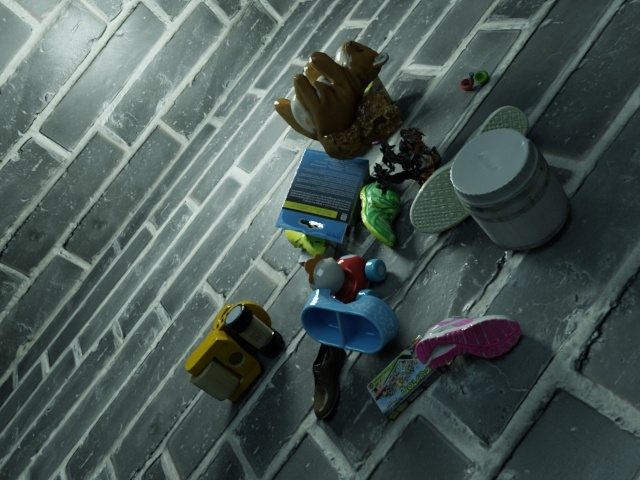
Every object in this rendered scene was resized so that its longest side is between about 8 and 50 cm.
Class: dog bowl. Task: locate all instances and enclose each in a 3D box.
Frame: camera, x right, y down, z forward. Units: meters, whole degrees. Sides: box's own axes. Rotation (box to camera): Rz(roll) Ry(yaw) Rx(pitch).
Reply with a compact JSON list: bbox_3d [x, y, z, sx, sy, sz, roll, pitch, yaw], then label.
[{"bbox_3d":[0.072,0.236,1.466,0.297,0.166,0.074,6,30,31],"label":"dog bowl"}]

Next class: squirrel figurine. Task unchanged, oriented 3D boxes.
[{"bbox_3d":[0.104,-0.501,1.806,0.370,0.397,0.281,-44,3,-19],"label":"squirrel figurine"}]

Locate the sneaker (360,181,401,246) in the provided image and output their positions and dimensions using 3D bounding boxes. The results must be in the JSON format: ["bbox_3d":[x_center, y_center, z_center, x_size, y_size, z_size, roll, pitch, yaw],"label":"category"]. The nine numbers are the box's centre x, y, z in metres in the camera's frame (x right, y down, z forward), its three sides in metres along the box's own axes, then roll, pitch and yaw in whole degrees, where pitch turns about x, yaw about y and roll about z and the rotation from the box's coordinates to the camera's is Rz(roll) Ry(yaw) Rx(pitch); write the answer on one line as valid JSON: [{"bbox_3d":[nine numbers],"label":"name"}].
[{"bbox_3d":[0.206,-0.106,1.702,0.123,0.109,0.296,-35,39,26],"label":"sneaker"}]

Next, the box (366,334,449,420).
[{"bbox_3d":[0.227,0.361,1.349,0.207,0.036,0.114,-46,37,6],"label":"box"}]

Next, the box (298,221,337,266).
[{"bbox_3d":[0.000,0.000,1.884,0.145,0.038,0.186,-14,51,39],"label":"box"}]

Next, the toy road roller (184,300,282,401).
[{"bbox_3d":[-0.309,0.362,1.777,0.329,0.202,0.240,-50,25,-7],"label":"toy road roller"}]

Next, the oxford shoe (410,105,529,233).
[{"bbox_3d":[0.445,-0.200,1.535,0.449,0.169,0.130,-52,-5,11],"label":"oxford shoe"}]

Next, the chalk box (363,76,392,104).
[{"bbox_3d":[0.183,-0.533,2.016,0.132,0.132,0.213,-22,26,31],"label":"chalk box"}]

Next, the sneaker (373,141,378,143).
[{"bbox_3d":[0.229,-0.439,2.002,0.047,0.057,0.119,19,73,53],"label":"sneaker"}]

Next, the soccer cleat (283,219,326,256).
[{"bbox_3d":[-0.059,-0.008,1.871,0.289,0.093,0.121,51,130,49],"label":"soccer cleat"}]

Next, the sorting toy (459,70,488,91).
[{"bbox_3d":[0.542,-0.560,1.803,0.102,0.042,0.061,-19,62,19],"label":"sorting toy"}]

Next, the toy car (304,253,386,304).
[{"bbox_3d":[0.043,0.107,1.585,0.219,0.238,0.210,-7,55,42],"label":"toy car"}]

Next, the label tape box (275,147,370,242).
[{"bbox_3d":[0.015,-0.148,1.843,0.249,0.115,0.348,13,67,14],"label":"label tape box"}]

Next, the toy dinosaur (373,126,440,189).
[{"bbox_3d":[0.302,-0.257,1.690,0.218,0.164,0.322,-2,35,-9],"label":"toy dinosaur"}]

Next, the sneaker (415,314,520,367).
[{"bbox_3d":[0.360,0.229,1.265,0.252,0.103,0.111,-14,15,16],"label":"sneaker"}]

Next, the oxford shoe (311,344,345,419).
[{"bbox_3d":[0.004,0.404,1.495,0.082,0.096,0.227,-17,50,34],"label":"oxford shoe"}]

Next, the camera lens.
[{"bbox_3d":[0.481,-0.120,1.294,0.219,0.274,0.219,-27,43,29],"label":"camera lens"}]
